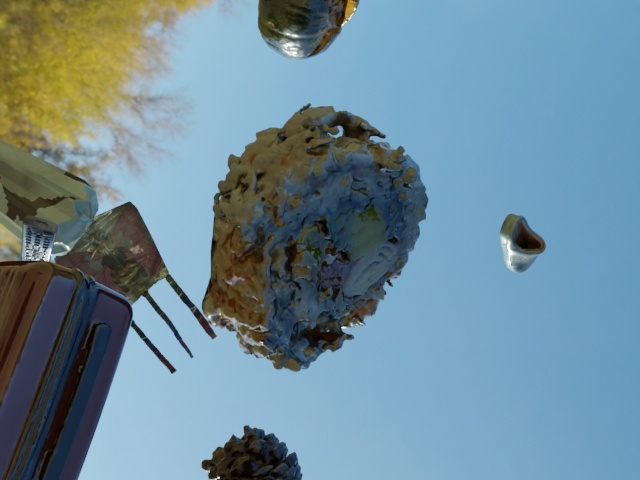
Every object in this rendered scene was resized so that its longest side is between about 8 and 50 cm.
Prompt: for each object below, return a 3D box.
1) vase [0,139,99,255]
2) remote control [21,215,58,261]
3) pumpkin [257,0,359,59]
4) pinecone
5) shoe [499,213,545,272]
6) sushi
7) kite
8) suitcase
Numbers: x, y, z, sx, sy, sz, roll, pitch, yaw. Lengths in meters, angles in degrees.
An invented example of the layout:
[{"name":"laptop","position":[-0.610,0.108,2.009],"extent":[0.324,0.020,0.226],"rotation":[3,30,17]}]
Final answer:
[{"name":"vase","position":[-0.593,-0.120,1.459],"extent":[0.165,0.360,0.165],"rotation":[-45,-159,23]},{"name":"remote control","position":[-0.388,0.007,1.086],"extent":[0.152,0.044,0.027],"rotation":[-46,-156,59]},{"name":"pumpkin","position":[-0.025,-0.454,1.471],"extent":[0.238,0.159,0.238],"rotation":[-52,171,-12]},{"name":"pinecone","position":[-0.122,0.433,1.453],"extent":[0.184,0.179,0.204],"rotation":[-40,-135,15]},{"name":"shoe","position":[0.434,0.016,1.675],"extent":[0.078,0.195,0.079],"rotation":[24,-109,38]},{"name":"sushi","position":[0.002,-0.004,1.243],"extent":[0.176,0.417,0.417],"rotation":[30,-97,42]},{"name":"kite","position":[-0.368,0.095,1.625],"extent":[0.204,0.360,0.022],"rotation":[-42,179,-16]},{"name":"suitcase","position":[-0.377,0.177,0.979],"extent":[0.236,0.161,0.297],"rotation":[-2,-116,44]}]
